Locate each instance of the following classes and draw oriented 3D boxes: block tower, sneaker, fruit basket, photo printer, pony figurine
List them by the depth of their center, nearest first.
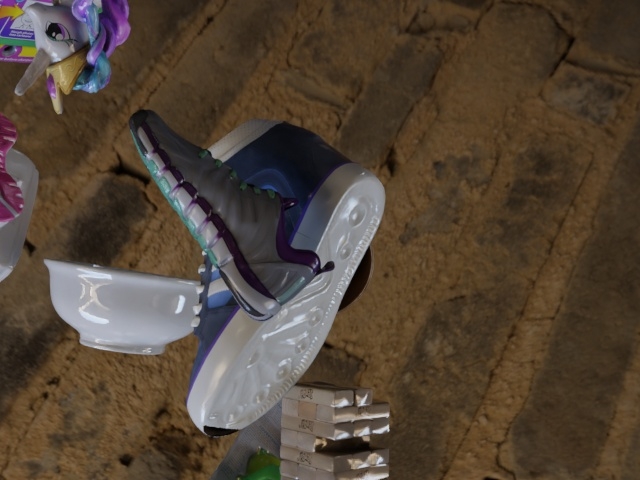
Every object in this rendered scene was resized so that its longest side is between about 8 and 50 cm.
[{"bbox_3d":[-0.083,-0.039,0.666,0.098,0.083,0.224,-34,-90,-9],"label":"sneaker"},{"bbox_3d":[-0.094,0.019,0.792,0.236,0.130,0.323,31,-89,36],"label":"sneaker"},{"bbox_3d":[0.014,0.329,0.794,0.091,0.097,0.335,6,-96,-42],"label":"block tower"},{"bbox_3d":[-0.270,-0.371,0.867,0.303,0.363,0.351,4,-151,41],"label":"pony figurine"},{"bbox_3d":[-0.487,-0.096,0.994,0.111,0.103,0.252,-42,-131,26],"label":"sneaker"},{"bbox_3d":[-0.035,0.431,1.150,0.165,0.353,0.327,-37,-82,21],"label":"fruit basket"},{"bbox_3d":[-0.626,0.010,1.241,0.307,0.107,0.256,-32,-137,26],"label":"photo printer"}]

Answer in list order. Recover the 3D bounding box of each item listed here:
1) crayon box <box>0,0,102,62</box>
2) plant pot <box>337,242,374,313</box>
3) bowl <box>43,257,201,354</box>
[{"bbox_3d":[-0.522,-0.461,1.280,0.106,0.313,0.363,57,-149,12],"label":"crayon box"},{"bbox_3d":[0.000,0.000,1.314,0.215,0.230,0.215,2,-74,9],"label":"plant pot"},{"bbox_3d":[-0.324,0.116,1.222,0.298,0.298,0.134,8,-94,-1],"label":"bowl"}]
